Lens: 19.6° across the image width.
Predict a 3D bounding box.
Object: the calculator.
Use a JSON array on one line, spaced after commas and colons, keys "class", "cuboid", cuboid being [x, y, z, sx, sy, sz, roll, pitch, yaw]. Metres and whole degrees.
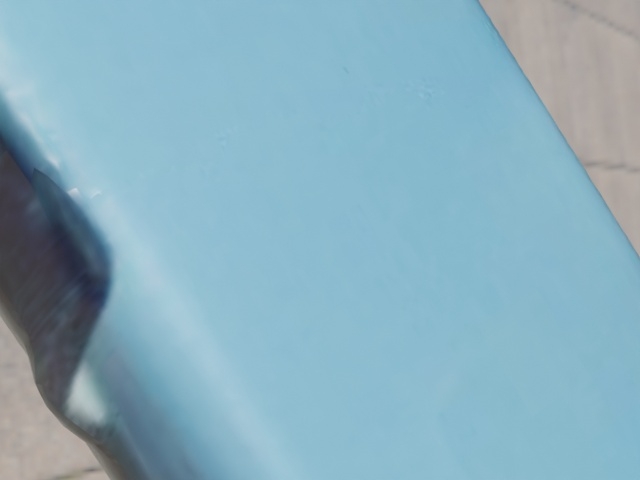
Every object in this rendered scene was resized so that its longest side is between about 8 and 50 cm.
[{"class": "calculator", "cuboid": [0.000, 0.000, 0.451, 0.173, 0.051, 0.293, -37, 96, -43]}]
